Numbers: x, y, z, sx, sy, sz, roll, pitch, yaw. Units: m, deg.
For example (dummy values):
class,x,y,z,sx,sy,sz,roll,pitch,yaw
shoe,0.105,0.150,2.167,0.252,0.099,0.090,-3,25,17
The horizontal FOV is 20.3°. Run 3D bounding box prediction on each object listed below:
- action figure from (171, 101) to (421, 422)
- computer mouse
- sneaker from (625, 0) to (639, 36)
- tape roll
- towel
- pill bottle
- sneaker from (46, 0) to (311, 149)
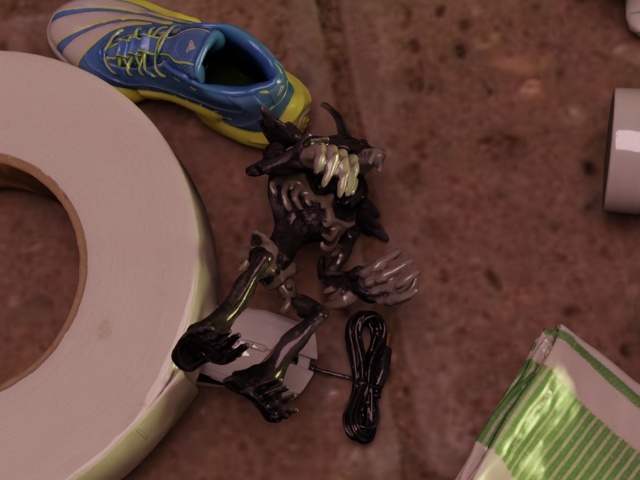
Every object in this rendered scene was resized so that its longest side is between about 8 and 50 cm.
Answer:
class,x,y,z,sx,sy,sz,roll,pitch,yaw
action figure,0.000,0.000,1.357,0.141,0.164,0.275,-9,44,42
computer mouse,-0.041,0.092,1.412,0.193,0.042,0.106,10,74,7
sneaker,0.327,-0.188,1.476,0.152,0.054,0.061,6,77,14
tape roll,-0.272,0.038,1.410,0.392,0.072,0.392,-3,71,9
towel,0.181,0.250,1.267,0.248,0.038,0.325,37,64,-6
pill bottle,0.330,-0.062,1.396,0.208,0.119,0.119,5,72,6
sneaker,-0.120,-0.158,1.455,0.240,0.126,0.091,20,74,10
